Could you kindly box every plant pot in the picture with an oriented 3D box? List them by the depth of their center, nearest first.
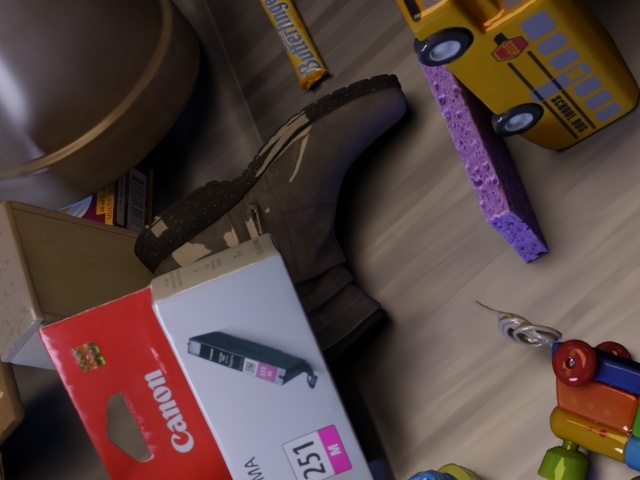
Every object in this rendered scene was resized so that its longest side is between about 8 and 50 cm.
[{"bbox_3d":[-0.336,-0.239,1.697,0.323,0.280,0.323,-18,44,18],"label":"plant pot"}]

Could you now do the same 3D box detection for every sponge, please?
[{"bbox_3d":[0.160,-0.089,1.525,0.031,0.117,0.210,-27,61,16],"label":"sponge"}]

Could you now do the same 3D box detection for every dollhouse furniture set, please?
[{"bbox_3d":[-0.315,0.162,1.658,0.394,0.257,0.362,-47,48,29],"label":"dollhouse furniture set"}]

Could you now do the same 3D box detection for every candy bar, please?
[{"bbox_3d":[-0.033,-0.235,1.740,0.040,0.018,0.161,-33,59,15],"label":"candy bar"}]

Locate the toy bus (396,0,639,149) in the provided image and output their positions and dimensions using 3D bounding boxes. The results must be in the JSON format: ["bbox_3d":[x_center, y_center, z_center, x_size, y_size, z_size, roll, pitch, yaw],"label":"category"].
[{"bbox_3d":[0.176,-0.192,1.425,0.130,0.333,0.108,-30,61,17],"label":"toy bus"}]

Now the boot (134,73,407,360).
[{"bbox_3d":[0.000,0.000,1.591,0.338,0.118,0.222,-38,79,-7],"label":"boot"}]

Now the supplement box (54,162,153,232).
[{"bbox_3d":[-0.290,-0.030,1.767,0.188,0.081,0.104,-10,68,25],"label":"supplement box"}]

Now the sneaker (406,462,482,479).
[{"bbox_3d":[0.061,0.307,1.432,0.091,0.126,0.240,26,85,33],"label":"sneaker"}]

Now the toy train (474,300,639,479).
[{"bbox_3d":[0.231,0.159,1.418,0.248,0.105,0.143,18,95,32],"label":"toy train"}]

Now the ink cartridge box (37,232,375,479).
[{"bbox_3d":[-0.105,0.159,1.467,0.239,0.275,0.060,-22,24,-1],"label":"ink cartridge box"}]
